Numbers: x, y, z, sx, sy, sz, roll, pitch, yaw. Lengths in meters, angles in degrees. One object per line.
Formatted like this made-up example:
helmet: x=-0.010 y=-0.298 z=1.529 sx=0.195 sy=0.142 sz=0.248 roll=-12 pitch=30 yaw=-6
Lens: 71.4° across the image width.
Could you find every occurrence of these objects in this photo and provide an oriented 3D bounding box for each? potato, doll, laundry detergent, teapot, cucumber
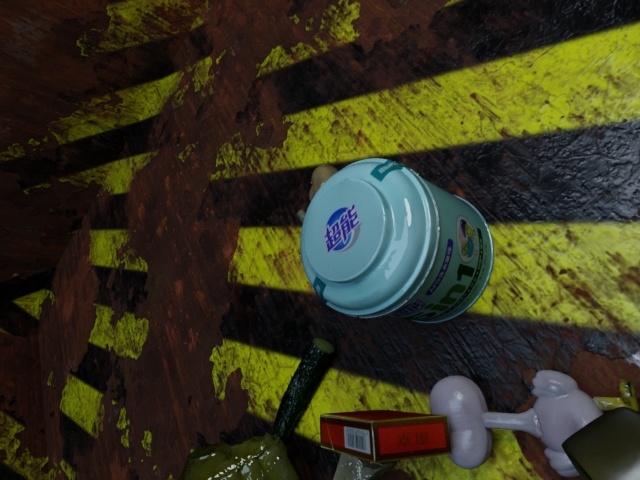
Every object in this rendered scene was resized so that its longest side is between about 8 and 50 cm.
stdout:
potato: x=0.023 y=-0.126 z=1.131 sx=0.112 sy=0.112 sz=0.147 roll=-42 pitch=47 yaw=27
doll: x=0.324 y=0.305 z=0.749 sx=0.365 sy=0.094 sz=0.160 roll=-19 pitch=75 yaw=40
laundry detergent: x=0.134 y=0.009 z=0.853 sx=0.287 sy=0.305 sz=0.288 roll=-12 pitch=72 yaw=40
teapot: x=0.435 y=0.296 z=0.545 sx=0.175 sy=0.268 sz=0.186 roll=-34 pitch=36 yaw=8
cucumber: x=-0.053 y=0.376 z=1.100 sx=0.067 sy=0.067 sz=0.294 roll=37 pitch=107 yaw=42

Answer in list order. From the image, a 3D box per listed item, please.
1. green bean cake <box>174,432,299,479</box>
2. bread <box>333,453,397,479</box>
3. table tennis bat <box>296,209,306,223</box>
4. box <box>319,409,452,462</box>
green bean cake: x=-0.215 y=0.580 z=1.077 sx=0.202 sy=0.284 sz=0.310 roll=62 pitch=155 yaw=7
bread: x=0.082 y=0.513 z=0.932 sx=0.105 sy=0.077 sz=0.152 roll=15 pitch=91 yaw=45
table tennis bat: x=0.000 y=0.000 z=1.177 sx=0.131 sy=0.022 sz=0.234 roll=-53 pitch=51 yaw=20
box: x=0.109 y=0.359 z=0.833 sx=0.240 sy=0.153 sz=0.074 roll=141 pitch=126 yaw=-62
